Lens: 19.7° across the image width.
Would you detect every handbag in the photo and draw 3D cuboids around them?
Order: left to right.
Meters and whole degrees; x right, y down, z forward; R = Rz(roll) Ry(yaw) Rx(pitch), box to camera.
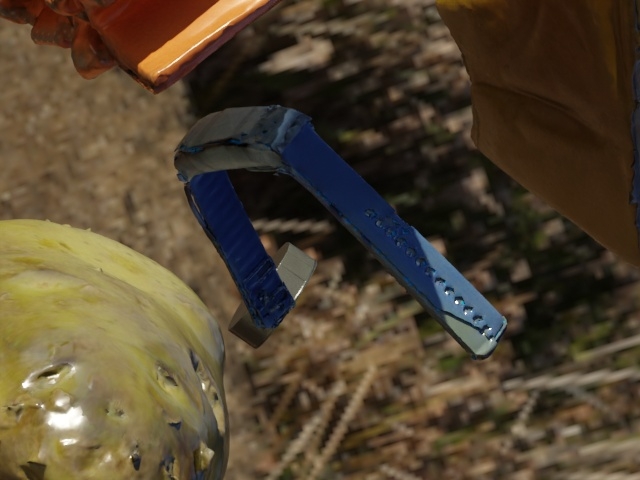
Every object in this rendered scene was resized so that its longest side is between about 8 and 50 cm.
[{"bbox_3d":[-0.135,-0.275,1.496,0.116,0.303,0.410,58,-15,-28],"label":"handbag"}]

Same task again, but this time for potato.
[{"bbox_3d":[-0.138,0.079,0.984,0.192,0.141,0.296,24,6,-15],"label":"potato"}]

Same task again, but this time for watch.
[{"bbox_3d":[0.007,-0.004,1.721,0.068,0.276,0.274,-54,134,-36],"label":"watch"}]

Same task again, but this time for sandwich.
[{"bbox_3d":[0.145,-0.122,1.127,0.212,0.063,0.245,41,-30,41],"label":"sandwich"}]

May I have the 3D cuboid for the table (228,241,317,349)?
[{"bbox_3d":[-0.060,0.067,2.255,0.043,0.133,0.133,35,25,-7],"label":"table"}]
